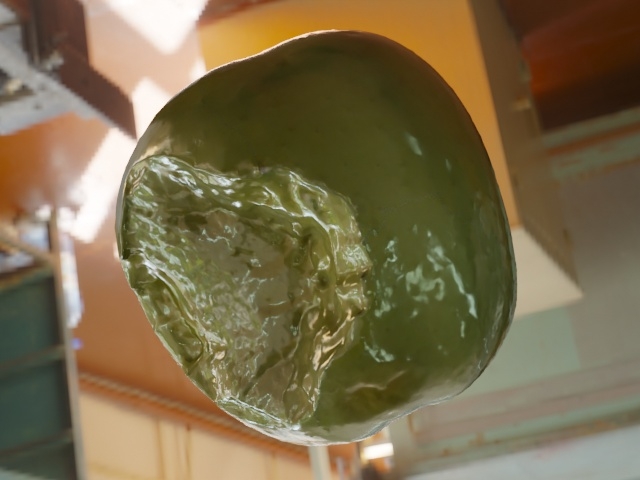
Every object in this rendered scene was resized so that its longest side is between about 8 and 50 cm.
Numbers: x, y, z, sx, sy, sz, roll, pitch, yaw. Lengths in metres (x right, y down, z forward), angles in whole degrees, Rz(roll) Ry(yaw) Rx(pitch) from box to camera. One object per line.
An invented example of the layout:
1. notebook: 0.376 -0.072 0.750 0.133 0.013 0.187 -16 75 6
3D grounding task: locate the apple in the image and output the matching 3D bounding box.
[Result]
1. apple: 0.000 0.000 0.936 0.279 0.279 0.279 -8 160 -3
